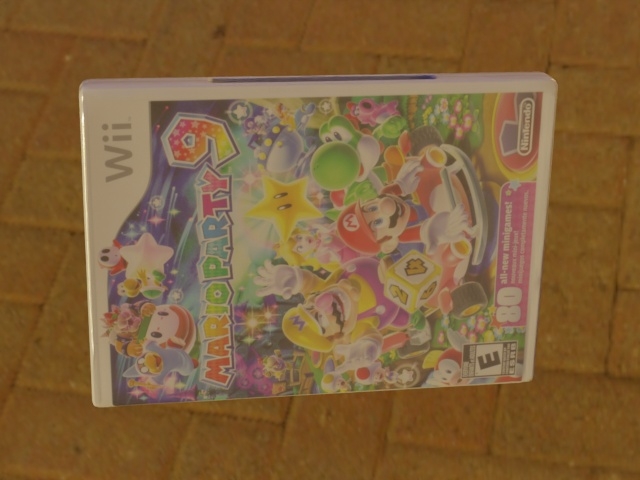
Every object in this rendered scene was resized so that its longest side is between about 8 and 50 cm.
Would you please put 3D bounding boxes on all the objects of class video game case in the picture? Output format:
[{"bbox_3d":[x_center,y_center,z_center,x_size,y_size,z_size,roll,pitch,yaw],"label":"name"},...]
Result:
[{"bbox_3d":[0.000,0.000,0.335,0.122,0.087,0.011,-2,20,-9],"label":"video game case"}]
